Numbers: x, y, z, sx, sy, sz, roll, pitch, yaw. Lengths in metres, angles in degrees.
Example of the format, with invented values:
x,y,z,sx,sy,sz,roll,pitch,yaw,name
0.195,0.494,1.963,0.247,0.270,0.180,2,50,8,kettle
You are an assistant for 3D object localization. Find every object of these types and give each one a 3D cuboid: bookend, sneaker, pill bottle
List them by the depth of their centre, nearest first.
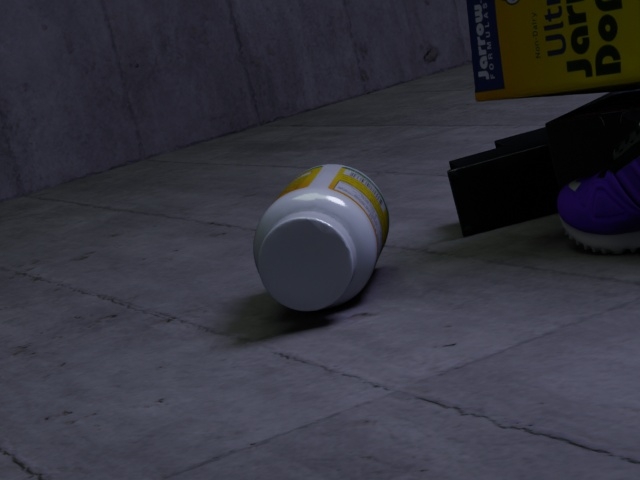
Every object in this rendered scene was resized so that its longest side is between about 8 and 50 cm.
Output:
x,y,z,sx,sy,sz,roll,pitch,yaw,name
0.307,-0.068,1.445,0.102,0.146,0.293,-20,12,-27,sneaker
0.000,0.000,1.578,0.117,0.118,0.208,-12,10,9,pill bottle
0.208,-0.069,1.798,0.157,0.072,0.156,-15,9,-4,bookend

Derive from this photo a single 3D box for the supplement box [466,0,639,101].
x,y,z,sx,sy,sz,roll,pitch,yaw,name
0.314,-0.240,1.502,0.195,0.194,0.356,-7,3,-34,supplement box

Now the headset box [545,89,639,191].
x,y,z,sx,sy,sz,roll,pitch,yaw,name
0.380,-0.108,1.664,0.218,0.110,0.293,-6,12,38,headset box
